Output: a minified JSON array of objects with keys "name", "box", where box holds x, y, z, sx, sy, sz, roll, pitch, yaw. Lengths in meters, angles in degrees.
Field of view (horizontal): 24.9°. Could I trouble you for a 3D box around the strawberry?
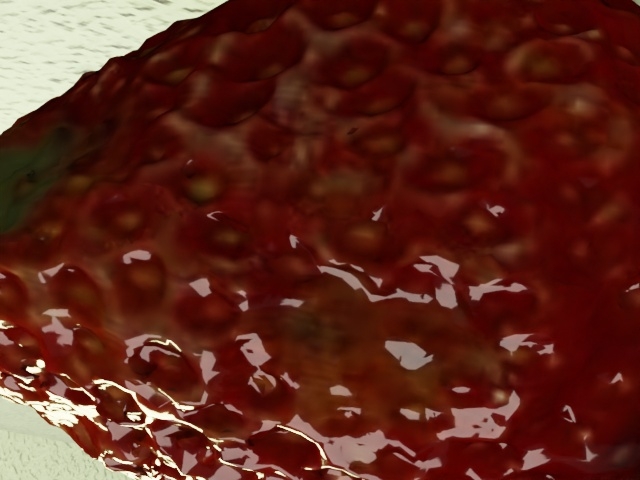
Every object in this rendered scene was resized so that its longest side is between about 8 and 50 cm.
[{"name":"strawberry","box":[0.012,-0.006,0.621,0.310,0.292,0.292,32,161,-7]}]
